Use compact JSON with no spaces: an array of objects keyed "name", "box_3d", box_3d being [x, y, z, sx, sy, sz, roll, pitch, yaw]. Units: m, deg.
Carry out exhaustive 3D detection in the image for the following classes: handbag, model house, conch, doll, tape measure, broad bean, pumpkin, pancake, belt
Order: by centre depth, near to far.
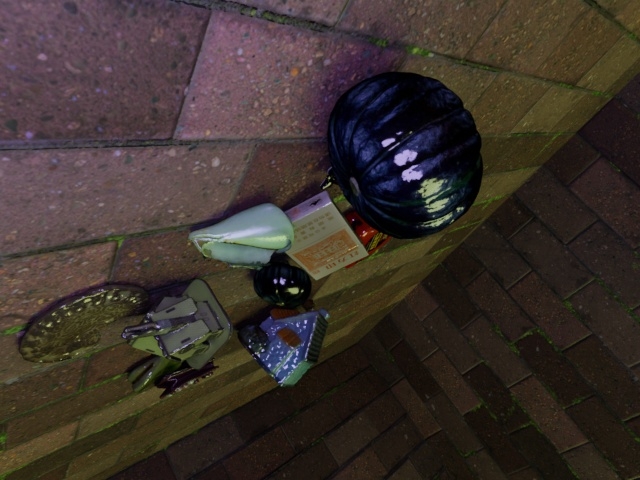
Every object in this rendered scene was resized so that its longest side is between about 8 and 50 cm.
[{"name":"pumpkin","box_3d":[0.172,-0.180,0.926,0.266,0.363,0.363,-32,158,-9]},{"name":"pancake","box_3d":[-0.556,0.199,1.035,0.286,0.033,0.288,-10,147,-51]},{"name":"conch","box_3d":[-0.178,0.003,1.057,0.250,0.137,0.143,-30,159,-17]},{"name":"model house","box_3d":[-0.410,0.238,1.093,0.218,0.205,0.278,-48,157,26]},{"name":"doll","box_3d":[0.078,-0.191,1.150,0.219,0.067,0.091,-21,151,-48]},{"name":"pumpkin","box_3d":[-0.122,0.144,1.393,0.194,0.194,0.150,5,95,-60]},{"name":"broad bean","box_3d":[-0.568,0.445,1.492,0.153,0.072,0.206,-42,171,24]},{"name":"tape measure","box_3d":[0.167,-0.035,1.546,0.260,0.114,0.253,-28,156,-29]},{"name":"handbag","box_3d":[-0.520,0.538,1.678,0.216,0.074,0.203,-15,165,-41]},{"name":"model house","box_3d":[-0.113,0.390,1.802,0.339,0.297,0.360,-42,160,-7]},{"name":"belt","box_3d":[-0.051,0.307,2.026,0.059,0.036,0.083,-44,159,2]}]

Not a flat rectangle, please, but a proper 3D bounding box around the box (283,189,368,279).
[{"name":"box","box_3d":[0.000,0.001,1.297,0.204,0.051,0.365,-27,148,9]}]
